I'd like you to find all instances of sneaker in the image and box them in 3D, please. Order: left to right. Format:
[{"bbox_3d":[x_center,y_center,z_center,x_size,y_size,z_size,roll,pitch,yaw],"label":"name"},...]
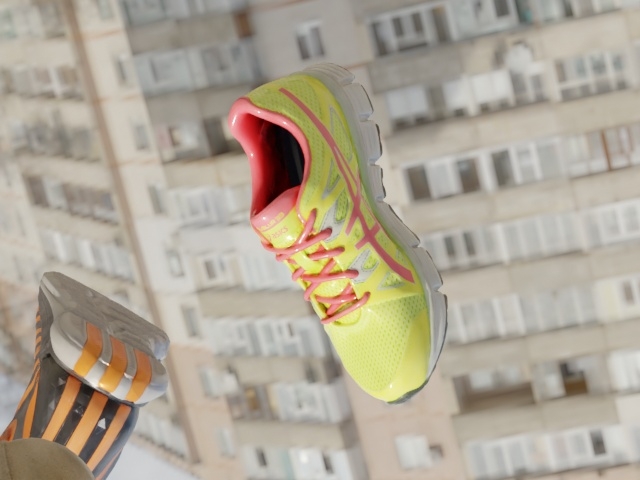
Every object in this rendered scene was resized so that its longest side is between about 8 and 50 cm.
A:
[{"bbox_3d":[-0.212,0.135,1.323,0.124,0.180,0.321,30,-176,-7],"label":"sneaker"},{"bbox_3d":[0.000,0.000,0.959,0.094,0.208,0.081,-10,165,-48],"label":"sneaker"}]

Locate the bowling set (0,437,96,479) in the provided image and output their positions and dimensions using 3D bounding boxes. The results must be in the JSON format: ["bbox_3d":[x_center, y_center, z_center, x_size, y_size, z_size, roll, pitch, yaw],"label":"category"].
[{"bbox_3d":[-0.098,0.225,0.527,0.200,0.287,0.154,-29,-143,0],"label":"bowling set"}]
